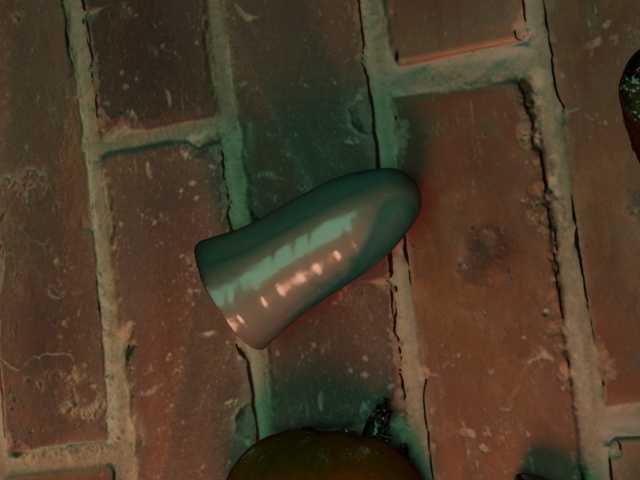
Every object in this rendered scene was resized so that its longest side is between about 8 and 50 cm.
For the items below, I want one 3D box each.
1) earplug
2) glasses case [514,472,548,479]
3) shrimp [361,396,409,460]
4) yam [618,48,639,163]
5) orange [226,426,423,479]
[{"bbox_3d":[0.000,0.000,1.771,0.324,0.185,0.185,-32,78,11],"label":"earplug"},{"bbox_3d":[0.275,0.479,1.696,0.114,0.060,0.299,21,97,15],"label":"glasses case"},{"bbox_3d":[0.093,0.307,1.792,0.091,0.034,0.161,18,103,16],"label":"shrimp"},{"bbox_3d":[0.438,-0.160,1.531,0.131,0.280,0.131,-4,79,19],"label":"yam"},{"bbox_3d":[-0.005,0.409,1.782,0.310,0.274,0.274,15,96,49],"label":"orange"}]
